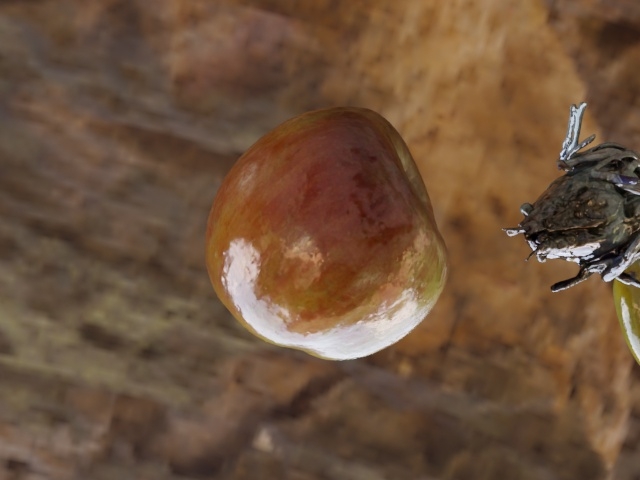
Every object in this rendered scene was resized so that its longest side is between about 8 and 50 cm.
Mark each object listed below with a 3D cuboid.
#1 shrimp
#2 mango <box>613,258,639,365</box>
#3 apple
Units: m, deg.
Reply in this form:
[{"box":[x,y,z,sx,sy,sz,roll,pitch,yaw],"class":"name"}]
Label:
[{"box":[0.314,-0.040,2.016,0.221,0.166,0.410,65,-156,4],"class":"shrimp"},{"box":[0.427,0.108,2.474,0.085,0.191,0.122,-23,-166,24],"class":"mango"},{"box":[0.000,0.000,2.299,0.301,0.301,0.301,12,-148,-7],"class":"apple"}]
